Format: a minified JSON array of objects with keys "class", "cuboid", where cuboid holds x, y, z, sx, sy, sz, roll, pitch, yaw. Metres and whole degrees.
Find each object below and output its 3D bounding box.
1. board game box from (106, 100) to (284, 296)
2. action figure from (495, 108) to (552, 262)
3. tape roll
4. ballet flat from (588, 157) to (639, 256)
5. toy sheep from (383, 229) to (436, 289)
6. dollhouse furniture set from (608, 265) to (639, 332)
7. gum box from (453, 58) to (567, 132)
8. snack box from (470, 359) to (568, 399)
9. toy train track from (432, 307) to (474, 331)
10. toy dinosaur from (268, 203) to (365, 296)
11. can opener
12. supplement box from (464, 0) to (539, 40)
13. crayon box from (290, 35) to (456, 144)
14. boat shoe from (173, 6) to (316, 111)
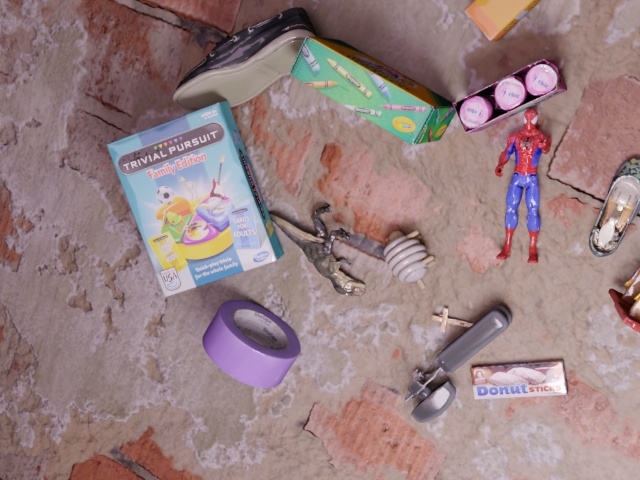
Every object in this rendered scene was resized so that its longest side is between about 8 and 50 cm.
[{"class":"board game box","cuboid":[-0.254,-0.082,1.952,0.254,0.079,0.335,-19,97,13]},{"class":"action figure","cuboid":[0.362,-0.097,1.723,0.092,0.139,0.280,7,99,21]},{"class":"tape roll","cuboid":[-0.140,0.210,1.955,0.189,0.189,0.080,38,111,14]},{"class":"ballet flat","cuboid":[0.530,-0.054,1.693,0.070,0.070,0.188,22,106,19]},{"class":"toy sheep","cuboid":[0.171,0.036,1.851,0.091,0.091,0.132,-40,64,23]},{"class":"dollhouse furniture set","cuboid":[0.707,0.124,1.624,0.374,0.152,0.201,30,109,-2]},{"class":"gum box","cuboid":[0.345,-0.260,1.715,0.188,0.107,0.062,-25,88,24]},{"class":"snack box","cuboid":[0.379,0.267,1.832,0.178,0.022,0.064,-8,94,24]},{"class":"toy train track","cuboid":[0.260,0.158,1.872,0.083,0.014,0.048,11,95,16]},{"class":"toy dinosaur","cuboid":[0.000,0.000,1.934,0.268,0.064,0.118,44,119,15]},{"class":"can opener","cuboid":[0.267,0.236,1.847,0.093,0.074,0.280,44,113,7]},{"class":"supplement box","cuboid":[0.369,-0.460,1.690,0.233,0.080,0.078,-42,82,25]},{"class":"crayon box","cuboid":[0.101,-0.281,1.785,0.279,0.165,0.081,32,109,15]},{"class":"boat shoe","cuboid":[-0.156,-0.367,1.915,0.340,0.127,0.113,-24,59,32]}]
